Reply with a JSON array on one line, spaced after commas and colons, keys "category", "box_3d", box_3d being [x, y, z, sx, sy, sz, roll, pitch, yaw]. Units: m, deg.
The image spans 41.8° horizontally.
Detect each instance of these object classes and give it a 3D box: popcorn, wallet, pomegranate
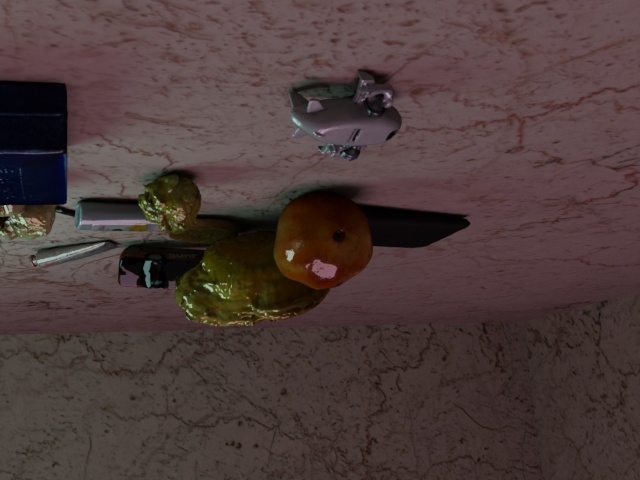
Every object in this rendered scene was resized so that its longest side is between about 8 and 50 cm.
[{"category": "popcorn", "box_3d": [-0.278, -0.066, 1.553, 0.121, 0.106, 0.116, -7, 176, 12]}, {"category": "wallet", "box_3d": [0.161, -0.026, 1.986, 0.378, 0.051, 0.197, 3, 162, -33]}, {"category": "pomegranate", "box_3d": [0.002, -0.002, 1.732, 0.209, 0.209, 0.209, -4, 167, -1]}]

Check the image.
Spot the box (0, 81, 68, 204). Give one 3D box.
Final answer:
[{"category": "box", "box_3d": [-0.506, -0.129, 1.198, 0.279, 0.116, 0.261, -2, 166, -17]}]

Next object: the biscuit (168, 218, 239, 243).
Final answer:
[{"category": "biscuit", "box_3d": [-0.263, -0.023, 1.905, 0.142, 0.028, 0.221, -13, 166, 31]}]

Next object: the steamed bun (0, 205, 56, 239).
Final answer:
[{"category": "steamed bun", "box_3d": [-0.553, -0.059, 1.488, 0.193, 0.106, 0.177, -12, 167, 24]}]

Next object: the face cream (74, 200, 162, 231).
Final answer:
[{"category": "face cream", "box_3d": [-0.393, -0.046, 1.703, 0.199, 0.057, 0.084, 3, 166, -25]}]

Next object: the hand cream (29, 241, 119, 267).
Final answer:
[{"category": "hand cream", "box_3d": [-0.595, 0.031, 2.019, 0.210, 0.043, 0.067, -11, 166, 6]}]

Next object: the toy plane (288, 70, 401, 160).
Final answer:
[{"category": "toy plane", "box_3d": [0.038, -0.179, 1.221, 0.174, 0.080, 0.174, -10, 150, -6]}]

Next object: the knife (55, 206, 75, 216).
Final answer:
[{"category": "knife", "box_3d": [-0.539, -0.065, 1.682, 0.023, 0.010, 0.170, -12, 164, 31]}]

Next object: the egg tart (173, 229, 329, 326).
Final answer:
[{"category": "egg tart", "box_3d": [-0.144, 0.063, 1.887, 0.352, 0.152, 0.339, 1, -158, 8]}]

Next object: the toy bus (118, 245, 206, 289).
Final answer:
[{"category": "toy bus", "box_3d": [-0.291, 0.075, 2.078, 0.409, 0.093, 0.092, 4, -156, -13]}]
